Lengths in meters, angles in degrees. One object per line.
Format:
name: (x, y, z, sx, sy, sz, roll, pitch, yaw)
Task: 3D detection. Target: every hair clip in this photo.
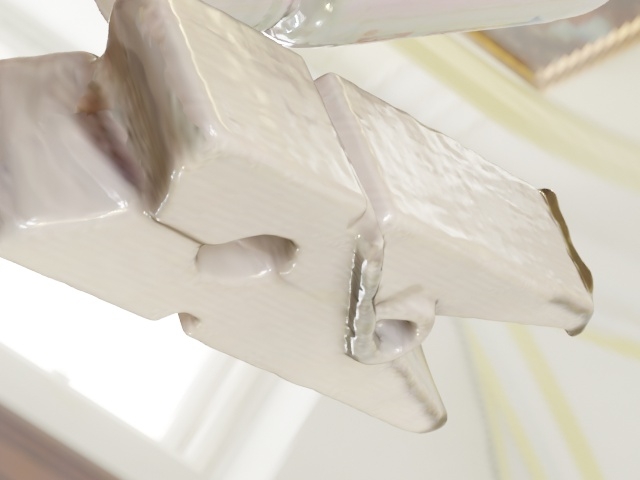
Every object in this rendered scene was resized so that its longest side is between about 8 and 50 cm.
hair clip: (-0.001, -0.004, 0.677, 0.101, 0.331, 0.085, -25, -114, 20)

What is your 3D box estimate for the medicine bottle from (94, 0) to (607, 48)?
medicine bottle: (0.020, -0.169, 0.891, 0.152, 0.254, 0.152, 28, -59, 59)
